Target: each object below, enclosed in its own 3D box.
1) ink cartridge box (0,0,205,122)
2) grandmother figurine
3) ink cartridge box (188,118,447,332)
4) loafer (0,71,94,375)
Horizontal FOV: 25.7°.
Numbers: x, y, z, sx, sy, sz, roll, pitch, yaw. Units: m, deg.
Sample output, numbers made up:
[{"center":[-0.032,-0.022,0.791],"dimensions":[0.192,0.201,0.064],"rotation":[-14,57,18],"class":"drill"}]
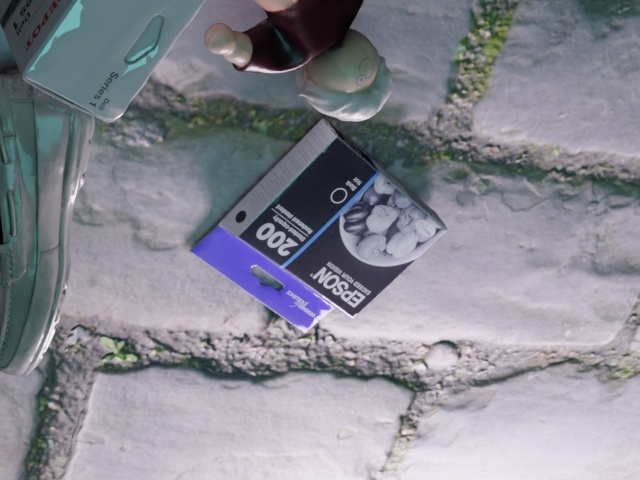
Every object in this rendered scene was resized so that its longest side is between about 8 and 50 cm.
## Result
[{"center":[-0.188,-0.224,1.151],"dimensions":[0.093,0.219,0.160],"rotation":[26,110,-36],"class":"ink cartridge box"},{"center":[-0.023,-0.235,1.285],"dimensions":[0.208,0.104,0.342],"rotation":[-41,135,-8],"class":"grandmother figurine"},{"center":[0.000,0.000,1.517],"dimensions":[0.208,0.045,0.206],"rotation":[-44,130,12],"class":"ink cartridge box"},{"center":[-0.294,-0.015,1.338],"dimensions":[0.111,0.112,0.319],"rotation":[4,115,-20],"class":"loafer"}]
